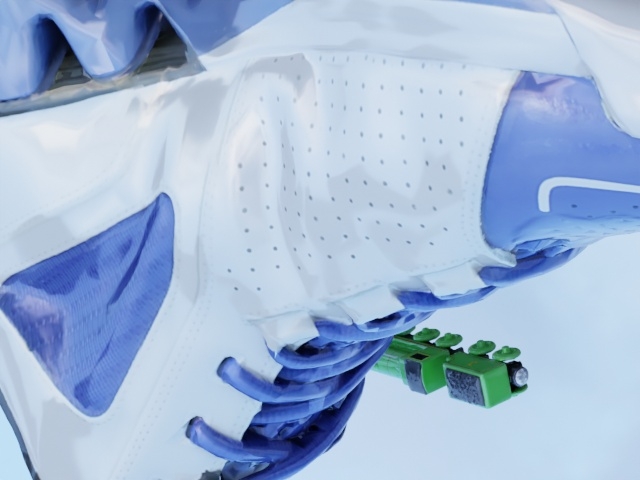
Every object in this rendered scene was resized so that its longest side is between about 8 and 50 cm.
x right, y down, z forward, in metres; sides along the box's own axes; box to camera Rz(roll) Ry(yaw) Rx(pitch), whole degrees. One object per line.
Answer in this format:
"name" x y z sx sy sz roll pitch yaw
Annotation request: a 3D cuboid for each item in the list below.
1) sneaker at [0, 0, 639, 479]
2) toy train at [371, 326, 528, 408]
"sneaker" -0.001 0.000 0.554 0.315 0.182 0.127 4 -162 35
"toy train" 0.036 0.040 0.627 0.024 0.017 0.083 -23 -161 -31
